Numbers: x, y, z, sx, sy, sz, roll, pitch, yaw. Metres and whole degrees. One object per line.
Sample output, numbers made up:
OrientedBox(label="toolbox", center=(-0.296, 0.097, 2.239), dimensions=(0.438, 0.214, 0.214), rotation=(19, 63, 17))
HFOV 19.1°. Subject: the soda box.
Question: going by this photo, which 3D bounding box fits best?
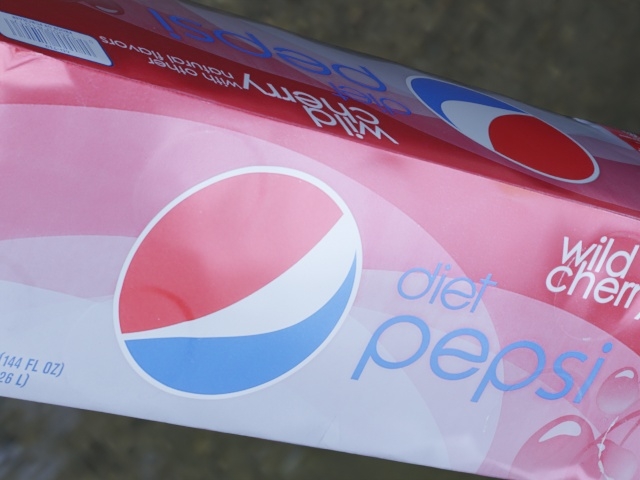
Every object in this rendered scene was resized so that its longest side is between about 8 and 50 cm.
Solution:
OrientedBox(label="soda box", center=(0.000, 0.000, 0.516), dimensions=(0.263, 0.083, 0.092), rotation=(13, 112, -33))
